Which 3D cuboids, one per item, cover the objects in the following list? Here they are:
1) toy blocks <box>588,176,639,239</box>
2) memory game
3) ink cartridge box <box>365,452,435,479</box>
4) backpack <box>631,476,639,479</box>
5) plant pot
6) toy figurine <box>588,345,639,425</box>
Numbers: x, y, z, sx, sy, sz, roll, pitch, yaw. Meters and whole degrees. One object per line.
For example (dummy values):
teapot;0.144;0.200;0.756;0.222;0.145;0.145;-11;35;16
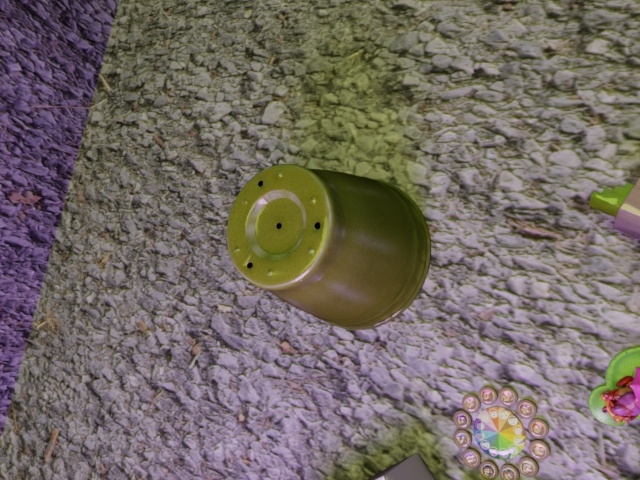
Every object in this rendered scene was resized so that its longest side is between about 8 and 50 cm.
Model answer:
toy blocks;0.687;-0.078;0.812;0.381;0.191;0.260;32;85;30
memory game;0.350;0.378;0.991;0.186;0.012;0.186;-6;77;29
ink cartridge box;0.083;0.551;0.997;0.283;0.207;0.117;-38;66;18
backpack;0.544;0.440;0.823;0.114;0.084;0.105;-37;64;14
plant pot;0.000;0.000;1.069;0.367;0.353;0.366;-7;77;29
toy figurine;0.520;0.252;0.831;0.173;0.159;0.130;-39;64;19
